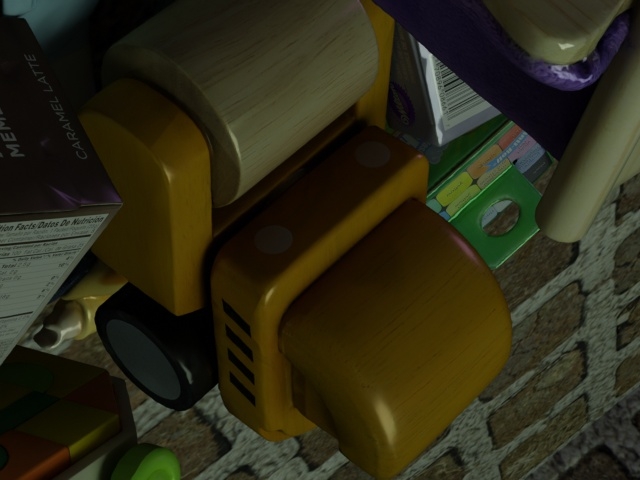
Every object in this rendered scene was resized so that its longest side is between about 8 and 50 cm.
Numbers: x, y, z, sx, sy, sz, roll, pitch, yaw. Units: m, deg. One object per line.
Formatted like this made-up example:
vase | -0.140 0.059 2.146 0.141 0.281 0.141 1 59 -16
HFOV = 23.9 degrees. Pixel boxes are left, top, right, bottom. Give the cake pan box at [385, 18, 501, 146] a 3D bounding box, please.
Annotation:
cake pan box | 0.129 -0.222 0.993 0.246 0.070 0.267 -30 121 -21

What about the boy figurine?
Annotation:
boy figurine | -0.148 0.012 1.111 0.285 0.092 0.177 5 126 -55

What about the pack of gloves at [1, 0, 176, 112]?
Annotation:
pack of gloves | -0.122 -0.157 0.941 0.195 0.046 0.232 -27 163 -26

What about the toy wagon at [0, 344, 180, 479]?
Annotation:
toy wagon | -0.268 0.163 0.947 0.344 0.267 0.068 -31 125 -52

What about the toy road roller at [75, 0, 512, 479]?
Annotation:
toy road roller | 0.000 0.000 0.963 0.202 0.241 0.329 -42 151 -30

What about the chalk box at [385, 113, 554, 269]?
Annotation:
chalk box | 0.083 -0.075 1.146 0.132 0.213 0.132 -42 156 3

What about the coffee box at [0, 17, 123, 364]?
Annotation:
coffee box | -0.234 0.004 0.865 0.098 0.141 0.246 -6 146 -47

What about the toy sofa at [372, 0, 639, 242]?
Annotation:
toy sofa | 0.028 -0.169 0.732 0.177 0.362 0.150 -32 156 -34
